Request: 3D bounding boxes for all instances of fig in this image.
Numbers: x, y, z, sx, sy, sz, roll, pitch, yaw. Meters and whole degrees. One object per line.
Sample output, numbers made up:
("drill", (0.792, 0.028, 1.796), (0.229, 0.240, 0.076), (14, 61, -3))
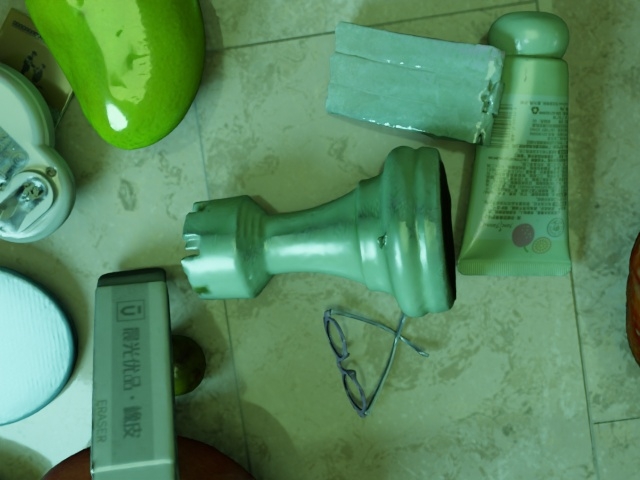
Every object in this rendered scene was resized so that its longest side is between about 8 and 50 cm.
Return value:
("fig", (-0.185, 0.150, 1.041), (0.088, 0.074, 0.074), (23, 94, 28))

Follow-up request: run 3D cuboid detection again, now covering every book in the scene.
("book", (-0.372, -0.188, 1.059), (0.118, 0.012, 0.172), (28, 94, 0))

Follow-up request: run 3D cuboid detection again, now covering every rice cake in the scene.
("rice cake", (0.108, -0.183, 0.983), (0.211, 0.038, 0.124), (11, 95, 25))

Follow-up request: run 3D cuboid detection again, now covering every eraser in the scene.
("eraser", (-0.206, 0.156, 0.936), (0.089, 0.061, 0.352), (-6, 50, -8))

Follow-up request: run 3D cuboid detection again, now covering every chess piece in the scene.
("chess piece", (0.000, 0.000, 0.977), (0.299, 0.194, 0.195), (-5, 93, 13))

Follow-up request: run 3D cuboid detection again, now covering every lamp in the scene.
("lamp", (-0.390, -0.108, 1.005), (0.179, 0.108, 0.246), (-40, 96, 10))

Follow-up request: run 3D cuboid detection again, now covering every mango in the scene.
("mango", (-0.226, -0.251, 0.982), (0.185, 0.149, 0.273), (-29, 97, -3))

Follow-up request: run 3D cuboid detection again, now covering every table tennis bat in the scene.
("table tennis bat", (-0.467, 0.135, 1.048), (0.329, 0.044, 0.215), (-4, 105, -3))

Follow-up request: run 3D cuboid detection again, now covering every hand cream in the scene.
("hand cream", (0.238, -0.109, 0.994), (0.147, 0.093, 0.306), (1, 94, -13))

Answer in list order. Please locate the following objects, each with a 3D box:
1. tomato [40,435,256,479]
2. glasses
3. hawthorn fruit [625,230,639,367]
("tomato", (-0.195, 0.351, 1.003), (0.335, 0.176, 0.290), (-4, 123, 12))
("glasses", (0.071, 0.136, 1.048), (0.104, 0.062, 0.140), (-21, 92, -18))
("hawthorn fruit", (0.455, 0.065, 0.923), (0.258, 0.258, 0.262), (-24, 120, 4))
